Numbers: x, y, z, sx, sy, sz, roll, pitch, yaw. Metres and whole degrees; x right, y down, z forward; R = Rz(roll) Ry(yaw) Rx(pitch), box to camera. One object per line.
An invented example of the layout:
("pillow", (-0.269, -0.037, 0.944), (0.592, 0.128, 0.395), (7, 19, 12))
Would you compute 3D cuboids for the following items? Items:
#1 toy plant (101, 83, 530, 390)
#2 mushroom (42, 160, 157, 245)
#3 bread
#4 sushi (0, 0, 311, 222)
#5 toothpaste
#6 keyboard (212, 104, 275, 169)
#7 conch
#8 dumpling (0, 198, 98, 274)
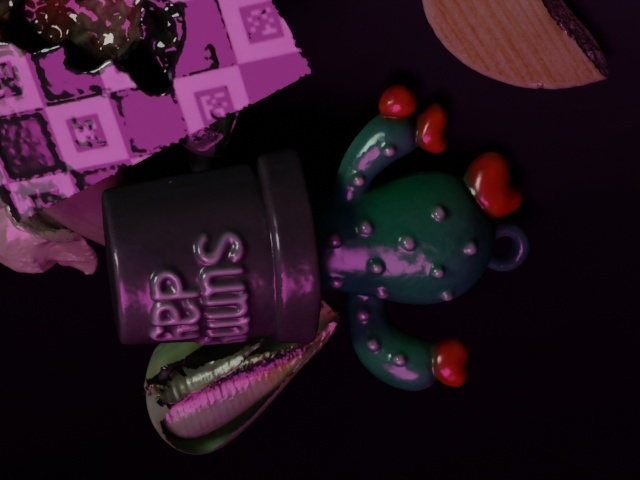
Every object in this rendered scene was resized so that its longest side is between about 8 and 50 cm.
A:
("toy plant", (0.002, 0.014, 1.348), (0.400, 0.280, 0.185), (-6, 174, -9))
("mushroom", (-0.234, -0.075, 1.403), (0.128, 0.128, 0.350), (-25, 127, 38))
("bread", (0.149, -0.191, 1.205), (0.112, 0.036, 0.193), (-17, 132, 40))
("sushi", (-0.213, -0.220, 1.244), (0.339, 0.069, 0.320), (-26, 107, 23))
("toothpaste", (-0.091, -0.162, 1.298), (0.078, 0.047, 0.248), (18, 128, 2))
("keyboard", (-0.095, -0.111, 1.393), (0.087, 0.017, 0.250), (-6, 134, 26))
("conch", (-0.107, 0.141, 1.584), (0.143, 0.137, 0.250), (33, 137, -15))
("dumpling", (-0.293, -0.008, 1.513), (0.134, 0.100, 0.169), (32, 148, -18))
